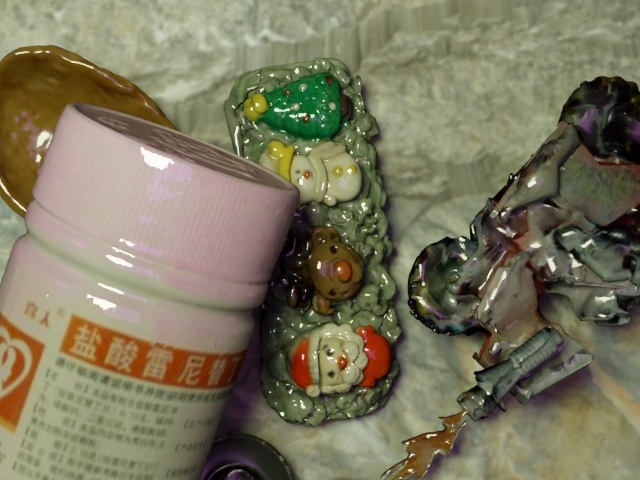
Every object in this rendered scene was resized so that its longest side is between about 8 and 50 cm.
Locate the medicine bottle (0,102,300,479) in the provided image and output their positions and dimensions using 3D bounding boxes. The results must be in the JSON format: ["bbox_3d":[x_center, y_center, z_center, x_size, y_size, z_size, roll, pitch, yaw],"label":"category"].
[{"bbox_3d":[-0.158,0.072,0.958,0.202,0.202,0.316,20,98,-3],"label":"medicine bottle"}]

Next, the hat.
[{"bbox_3d":[-0.076,0.228,1.057,0.121,0.050,0.121,1,83,-5],"label":"hat"}]

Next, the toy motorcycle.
[{"bbox_3d":[0.186,0.052,1.038,0.207,0.134,0.401,43,80,8],"label":"toy motorcycle"}]

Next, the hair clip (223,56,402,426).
[{"bbox_3d":[0.000,-0.001,1.052,0.138,0.091,0.321,-8,89,-7],"label":"hair clip"}]

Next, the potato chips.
[{"bbox_3d":[-0.205,-0.075,1.061,0.201,0.049,0.150,30,95,-2],"label":"potato chips"}]
